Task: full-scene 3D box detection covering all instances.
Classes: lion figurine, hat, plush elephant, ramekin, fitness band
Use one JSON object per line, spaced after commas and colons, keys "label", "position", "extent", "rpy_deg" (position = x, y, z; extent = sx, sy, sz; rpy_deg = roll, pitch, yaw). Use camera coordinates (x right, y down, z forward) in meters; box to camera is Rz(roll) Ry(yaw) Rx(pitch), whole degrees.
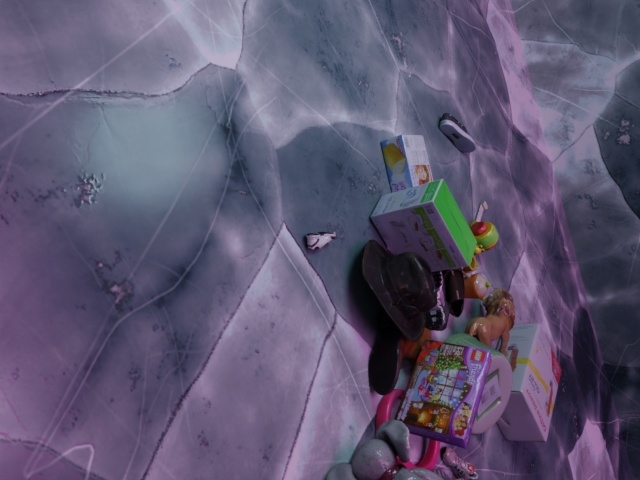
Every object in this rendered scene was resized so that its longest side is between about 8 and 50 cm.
{"label": "lion figurine", "position": [0.615, 0.323, 2.001], "extent": [0.392, 0.142, 0.240], "rpy_deg": [-15, 112, -57]}
{"label": "hat", "position": [0.263, 0.123, 1.604], "extent": [0.331, 0.134, 0.331], "rpy_deg": [41, 33, -34]}
{"label": "plush elephant", "position": [0.168, 0.617, 1.361], "extent": [0.271, 0.255, 0.330], "rpy_deg": [-27, 134, -15]}
{"label": "ramekin", "position": [0.475, 0.462, 1.736], "extent": [0.303, 0.148, 0.304], "rpy_deg": [-10, 106, -36]}
{"label": "fitness band", "position": [0.265, 0.570, 1.618], "extent": [0.291, 0.054, 0.209], "rpy_deg": [50, 47, -27]}

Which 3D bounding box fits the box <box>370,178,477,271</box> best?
{"label": "box", "position": [0.325, -0.031, 1.716], "extent": [0.262, 0.231, 0.127], "rpy_deg": [54, 45, -24]}

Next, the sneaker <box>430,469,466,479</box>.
{"label": "sneaker", "position": [0.361, 0.769, 1.626], "extent": [0.281, 0.115, 0.105], "rpy_deg": [36, 21, -39]}

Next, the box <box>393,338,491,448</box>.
{"label": "box", "position": [0.353, 0.426, 1.557], "extent": [0.293, 0.200, 0.057], "rpy_deg": [-58, 141, -37]}

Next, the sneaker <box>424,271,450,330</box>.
{"label": "sneaker", "position": [0.395, 0.203, 1.860], "extent": [0.106, 0.078, 0.234], "rpy_deg": [38, 47, -53]}

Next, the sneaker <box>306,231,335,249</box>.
{"label": "sneaker", "position": [0.000, 0.000, 1.485], "extent": [0.109, 0.040, 0.044], "rpy_deg": [-8, 102, -47]}

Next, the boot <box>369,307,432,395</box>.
{"label": "boot", "position": [0.254, 0.360, 1.664], "extent": [0.280, 0.096, 0.264], "rpy_deg": [37, 46, -47]}

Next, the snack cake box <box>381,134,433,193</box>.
{"label": "snack cake box", "position": [0.308, -0.222, 1.862], "extent": [0.152, 0.089, 0.264], "rpy_deg": [-11, 88, -52]}

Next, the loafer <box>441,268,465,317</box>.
{"label": "loafer", "position": [0.472, 0.176, 1.896], "extent": [0.078, 0.080, 0.220], "rpy_deg": [-102, 176, -60]}

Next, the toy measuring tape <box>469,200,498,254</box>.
{"label": "toy measuring tape", "position": [0.680, -0.059, 2.233], "extent": [0.121, 0.121, 0.330], "rpy_deg": [54, 44, -24]}

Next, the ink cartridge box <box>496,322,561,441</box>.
{"label": "ink cartridge box", "position": [0.814, 0.563, 2.178], "extent": [0.279, 0.160, 0.385], "rpy_deg": [60, 43, -19]}

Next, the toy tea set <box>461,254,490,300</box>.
{"label": "toy tea set", "position": [0.519, 0.095, 1.991], "extent": [0.336, 0.124, 0.200], "rpy_deg": [25, 62, -44]}

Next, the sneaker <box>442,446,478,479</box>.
{"label": "sneaker", "position": [0.461, 0.730, 1.784], "extent": [0.161, 0.075, 0.057], "rpy_deg": [55, 44, -24]}

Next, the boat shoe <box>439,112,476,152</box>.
{"label": "boat shoe", "position": [0.567, -0.446, 2.244], "extent": [0.228, 0.080, 0.076], "rpy_deg": [28, 61, -33]}
